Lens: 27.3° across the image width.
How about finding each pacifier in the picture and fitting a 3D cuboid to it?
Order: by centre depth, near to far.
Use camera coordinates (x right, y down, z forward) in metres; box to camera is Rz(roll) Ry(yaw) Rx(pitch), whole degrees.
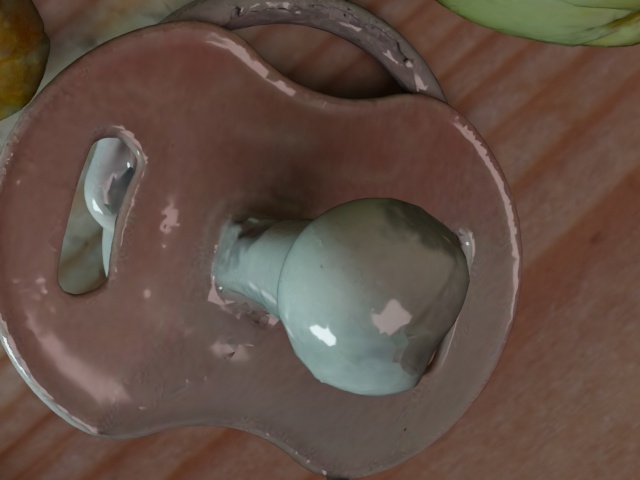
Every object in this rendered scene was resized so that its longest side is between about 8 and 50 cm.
[{"bbox_3d":[-0.016,0.013,0.727,0.332,0.273,0.220,15,126,-25],"label":"pacifier"}]

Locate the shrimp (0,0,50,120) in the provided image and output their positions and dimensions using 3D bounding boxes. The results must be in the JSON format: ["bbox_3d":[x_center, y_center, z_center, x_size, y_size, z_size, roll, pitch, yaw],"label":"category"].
[{"bbox_3d":[-0.239,-0.123,0.671,0.217,0.051,0.115,33,104,-32],"label":"shrimp"}]

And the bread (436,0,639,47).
[{"bbox_3d":[0.138,-0.238,0.576,0.210,0.341,0.300,7,109,-15],"label":"bread"}]
